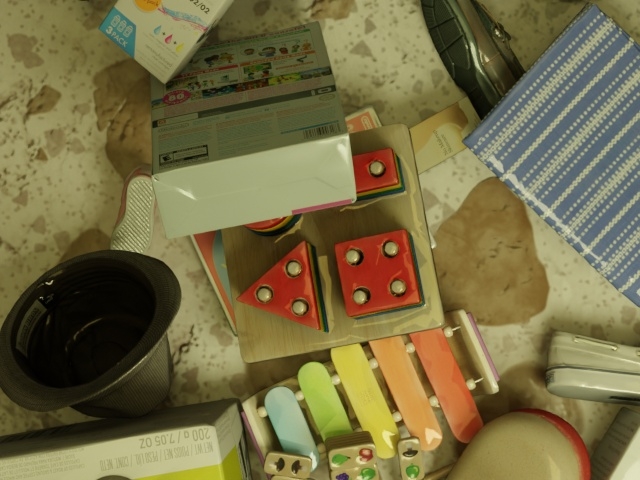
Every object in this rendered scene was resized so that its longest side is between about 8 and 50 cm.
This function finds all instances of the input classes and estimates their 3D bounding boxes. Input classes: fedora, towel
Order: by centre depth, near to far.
[{"bbox_3d":[-0.263,0.134,1.674,0.243,0.275,0.124,-46,132,-19],"label":"fedora"},{"bbox_3d":[0.373,-0.103,1.730,0.336,0.040,0.243,42,91,-13],"label":"towel"}]

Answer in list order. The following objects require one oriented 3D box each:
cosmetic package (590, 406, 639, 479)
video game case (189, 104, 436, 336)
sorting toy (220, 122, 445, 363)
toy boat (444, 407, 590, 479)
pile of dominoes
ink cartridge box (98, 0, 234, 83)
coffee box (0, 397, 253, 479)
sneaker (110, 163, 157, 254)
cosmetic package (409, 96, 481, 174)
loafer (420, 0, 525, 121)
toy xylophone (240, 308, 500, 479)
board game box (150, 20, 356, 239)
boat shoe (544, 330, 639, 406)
[{"bbox_3d":[0.402,0.324,1.694,0.151,0.151,0.183,30,89,2],"label":"cosmetic package"},{"bbox_3d":[-0.021,-0.026,1.771,0.285,0.025,0.204,-24,88,0],"label":"video game case"},{"bbox_3d":[0.000,0.000,1.675,0.255,0.089,0.257,-12,80,10],"label":"sorting toy"},{"bbox_3d":[0.252,0.305,1.706,0.151,0.151,0.231,45,127,24],"label":"toy boat"},{"bbox_3d":[0.041,0.360,1.702,0.196,0.040,0.251,-9,108,-4],"label":"pile of dominoes"},{"bbox_3d":[-0.163,-0.288,1.607,0.104,0.061,0.181,39,112,-1],"label":"ink cartridge box"},{"bbox_3d":[-0.243,0.385,1.600,0.338,0.338,0.334,-10,88,0],"label":"coffee box"},{"bbox_3d":[-0.234,-0.037,1.764,0.051,0.070,0.134,13,118,-8],"label":"sneaker"},{"bbox_3d":[0.148,-0.129,1.753,0.115,0.041,0.060,-31,90,-14],"label":"cosmetic package"},{"bbox_3d":[0.216,-0.225,1.755,0.084,0.096,0.267,-29,96,-20],"label":"loafer"},{"bbox_3d":[0.077,0.219,1.734,0.323,0.081,0.236,-31,89,-1],"label":"toy xylophone"},{"bbox_3d":[-0.087,-0.139,1.639,0.224,0.303,0.097,-10,125,0],"label":"board game box"},{"bbox_3d":[0.416,0.163,1.734,0.268,0.096,0.088,5,71,3],"label":"boat shoe"}]
